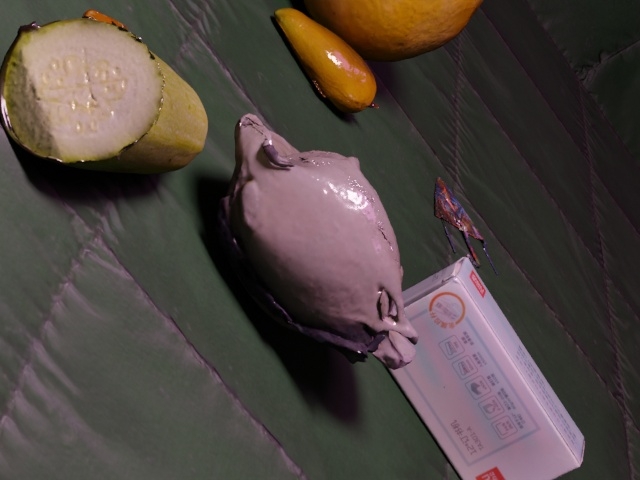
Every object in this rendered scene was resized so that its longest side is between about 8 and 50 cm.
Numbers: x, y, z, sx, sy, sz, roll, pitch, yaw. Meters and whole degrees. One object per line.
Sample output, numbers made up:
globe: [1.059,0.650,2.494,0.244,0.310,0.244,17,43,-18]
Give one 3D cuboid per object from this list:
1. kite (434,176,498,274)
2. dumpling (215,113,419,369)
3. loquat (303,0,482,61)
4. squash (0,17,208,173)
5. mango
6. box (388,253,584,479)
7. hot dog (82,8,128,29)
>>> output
kite: [0.204,-0.030,2.289,0.183,0.010,0.160,25,39,-57]
dumpling: [-0.012,0.009,1.557,0.293,0.163,0.204,56,-14,-6]
loquat: [0.091,-0.382,2.159,0.275,0.275,0.275,48,22,-27]
squash: [-0.151,-0.109,1.397,0.287,0.137,0.137,17,46,-65]
mango: [0.010,-0.238,2.061,0.187,0.066,0.101,46,21,-10]
box: [0.175,0.160,1.761,0.269,0.135,0.079,56,20,-7]
hot dog: [-0.213,-0.201,1.532,0.083,0.021,0.037,21,63,-64]
